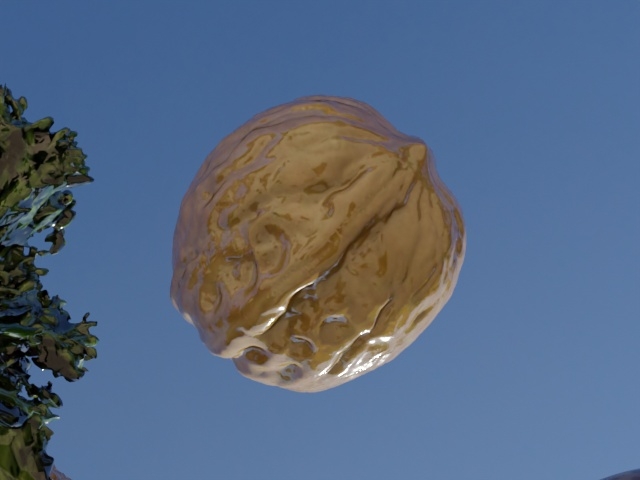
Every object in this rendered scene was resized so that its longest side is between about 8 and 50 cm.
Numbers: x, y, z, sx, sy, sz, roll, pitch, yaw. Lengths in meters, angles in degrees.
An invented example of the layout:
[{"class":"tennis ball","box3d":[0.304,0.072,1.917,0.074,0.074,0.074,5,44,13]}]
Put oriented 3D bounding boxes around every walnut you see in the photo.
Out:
[{"class":"walnut","box3d":[0.000,0.000,0.845,0.213,0.213,0.213,0,-92,-13]}]

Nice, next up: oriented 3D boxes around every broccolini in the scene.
[{"class":"broccolini","box3d":[-0.127,-0.027,0.296,0.062,0.271,0.123,-12,-119,15]}]

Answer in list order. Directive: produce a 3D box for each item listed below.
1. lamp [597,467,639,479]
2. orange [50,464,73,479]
[{"class":"lamp","box3d":[0.138,0.157,0.425,0.157,0.156,0.135,36,-131,-1]},{"class":"orange","box3d":[-0.272,0.268,0.712,0.322,0.322,0.357,40,-113,-9]}]
